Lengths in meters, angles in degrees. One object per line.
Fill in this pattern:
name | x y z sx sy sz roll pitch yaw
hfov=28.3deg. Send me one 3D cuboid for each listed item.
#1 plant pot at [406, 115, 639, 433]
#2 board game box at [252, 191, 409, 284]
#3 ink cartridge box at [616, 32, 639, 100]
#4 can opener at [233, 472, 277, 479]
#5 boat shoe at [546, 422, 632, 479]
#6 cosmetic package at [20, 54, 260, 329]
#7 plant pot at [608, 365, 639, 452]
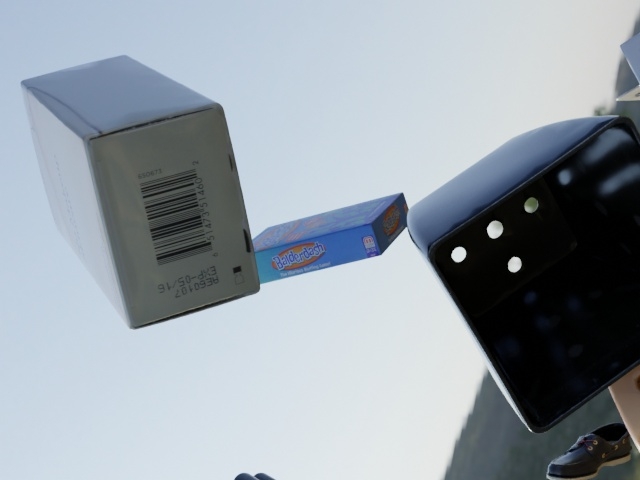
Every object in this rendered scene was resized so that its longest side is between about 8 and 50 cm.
plant pot | 0.174 0.009 1.040 0.188 0.187 0.167 58 174 -22
board game box | 0.000 0.000 1.673 0.047 0.210 0.160 71 -158 -11
ink cartridge box | 0.443 -0.242 1.558 0.104 0.180 0.060 -10 -108 -54
can opener | 0.001 0.362 1.652 0.074 0.280 0.093 17 -89 -51
boat shoe | 0.290 0.230 1.373 0.133 0.049 0.042 -12 -76 -41
cosmetic package | -0.161 -0.054 1.072 0.309 0.113 0.160 -149 45 -64
plant pot | 0.367 0.090 1.157 0.291 0.204 0.291 55 -160 -32
